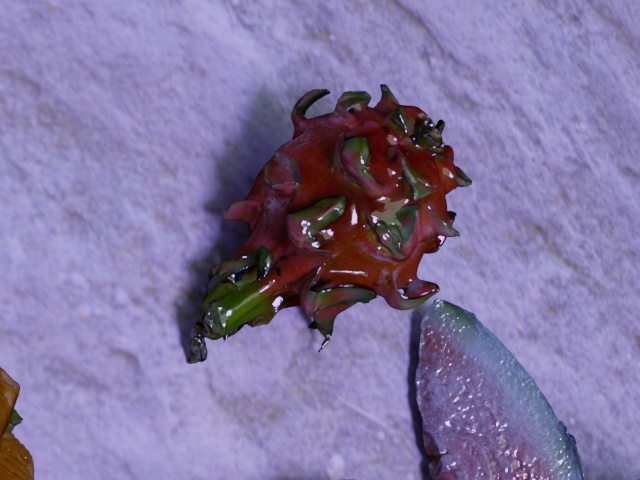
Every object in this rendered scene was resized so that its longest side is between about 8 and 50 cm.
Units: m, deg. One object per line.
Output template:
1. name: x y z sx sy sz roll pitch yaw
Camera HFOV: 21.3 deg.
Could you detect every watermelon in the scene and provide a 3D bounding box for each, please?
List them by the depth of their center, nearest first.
1. watermelon: 0.116 0.132 1.250 0.094 0.081 0.180 -6 66 -30

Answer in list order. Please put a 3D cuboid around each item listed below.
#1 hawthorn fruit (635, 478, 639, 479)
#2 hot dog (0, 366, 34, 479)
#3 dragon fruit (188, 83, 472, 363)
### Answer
1. hawthorn fruit: 0.278 0.292 1.227 0.301 0.268 0.267 -21 94 -59
2. hot dog: -0.196 0.139 0.865 0.250 0.076 0.104 -98 179 -69
3. dragon fruit: 0.001 0.002 1.135 0.137 0.135 0.236 42 73 -28
